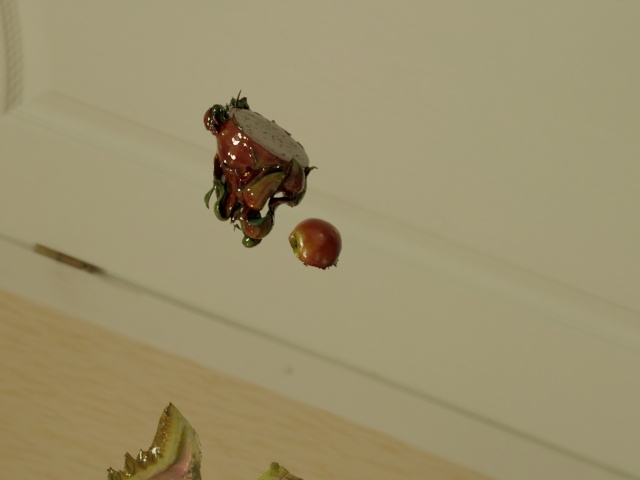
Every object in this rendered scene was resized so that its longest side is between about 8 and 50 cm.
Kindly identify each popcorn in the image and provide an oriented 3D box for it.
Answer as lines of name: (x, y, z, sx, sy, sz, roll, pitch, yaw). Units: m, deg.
popcorn: (-0.066, 0.423, 1.773, 0.089, 0.109, 0.097, -107, 8, -63)

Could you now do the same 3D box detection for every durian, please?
durian: (-0.171, 0.249, 1.133, 0.078, 0.140, 0.224, -109, 30, -61)

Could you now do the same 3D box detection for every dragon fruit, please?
dragon fruit: (-0.078, -0.083, 1.217, 0.175, 0.138, 0.142, -71, 16, -5)

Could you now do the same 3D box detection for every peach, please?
peach: (-0.001, 0.000, 1.739, 0.098, 0.098, 0.061, -68, 3, -57)
